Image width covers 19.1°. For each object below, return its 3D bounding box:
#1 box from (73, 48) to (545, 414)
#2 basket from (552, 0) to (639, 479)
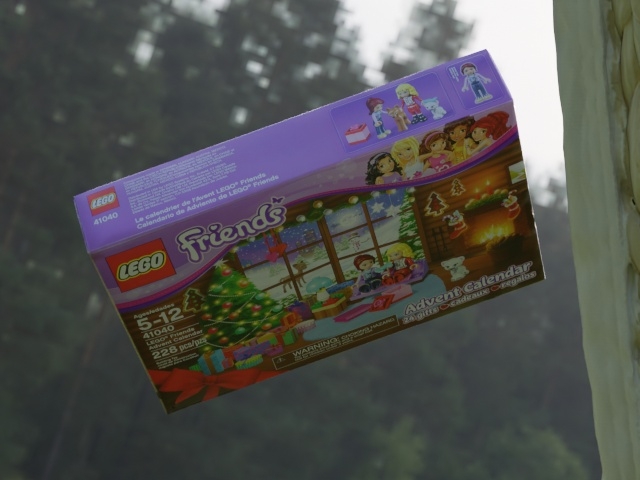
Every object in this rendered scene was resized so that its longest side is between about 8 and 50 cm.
[{"bbox_3d":[0.000,0.000,1.306,0.293,0.057,0.201,-20,-39,-1],"label":"box"},{"bbox_3d":[0.302,-0.043,0.783,0.328,0.331,0.266,-8,2,-29],"label":"basket"}]
